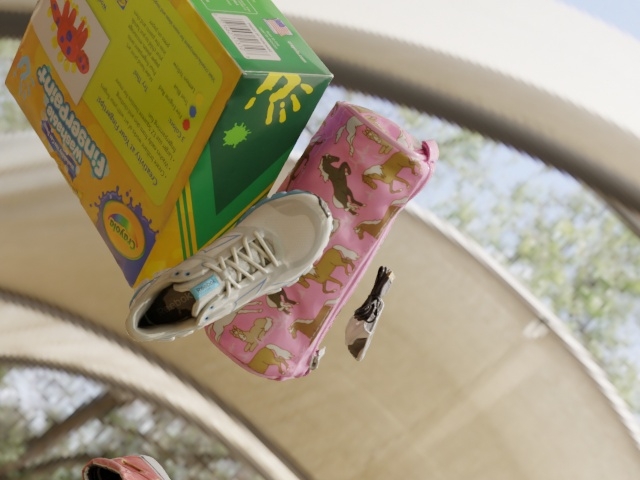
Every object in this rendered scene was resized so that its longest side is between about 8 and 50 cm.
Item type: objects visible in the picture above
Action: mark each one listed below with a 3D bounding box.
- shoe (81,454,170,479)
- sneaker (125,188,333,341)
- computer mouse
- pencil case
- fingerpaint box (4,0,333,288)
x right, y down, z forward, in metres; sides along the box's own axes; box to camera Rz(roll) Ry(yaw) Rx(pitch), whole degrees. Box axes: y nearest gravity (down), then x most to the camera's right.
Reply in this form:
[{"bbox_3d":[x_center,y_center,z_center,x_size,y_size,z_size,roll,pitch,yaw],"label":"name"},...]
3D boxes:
[{"bbox_3d":[-0.164,0.278,1.503,0.178,0.063,0.081,40,17,33],"label":"shoe"},{"bbox_3d":[-0.073,0.029,1.184,0.071,0.190,0.083,55,10,-3],"label":"sneaker"},{"bbox_3d":[0.064,0.118,2.261,0.042,0.106,0.193,23,-33,4],"label":"computer mouse"},{"bbox_3d":[0.000,0.000,2.021,0.167,0.386,0.160,28,9,-21],"label":"pencil case"},{"bbox_3d":[-0.222,-0.218,2.063,0.445,0.163,0.371,53,-52,33],"label":"fingerpaint box"}]
